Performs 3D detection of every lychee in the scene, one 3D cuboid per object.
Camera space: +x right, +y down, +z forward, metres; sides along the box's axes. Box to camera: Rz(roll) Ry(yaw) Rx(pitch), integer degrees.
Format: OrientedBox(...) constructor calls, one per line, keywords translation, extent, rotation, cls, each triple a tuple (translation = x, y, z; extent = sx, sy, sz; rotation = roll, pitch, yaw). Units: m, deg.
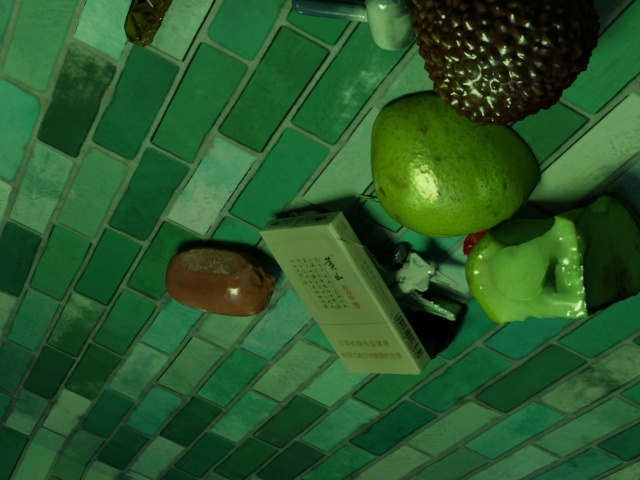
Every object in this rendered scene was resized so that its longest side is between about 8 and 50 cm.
OrientedBox(translation=(0.238, -0.289, 1.508), extent=(0.271, 0.271, 0.271), rotation=(13, 144, 10), cls="lychee")

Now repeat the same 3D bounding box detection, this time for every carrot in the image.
OrientedBox(translation=(-0.260, -0.388, 1.747), extent=(0.069, 0.069, 0.228), rotation=(28, 145, -11), cls="carrot")

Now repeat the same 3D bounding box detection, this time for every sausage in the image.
OrientedBox(translation=(-0.210, 0.084, 2.288), extent=(0.254, 0.148, 0.148), rotation=(7, 143, 19), cls="sausage")

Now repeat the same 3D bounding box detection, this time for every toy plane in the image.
OrientedBox(translation=(0.145, 0.082, 2.150), extent=(0.251, 0.101, 0.255), rotation=(37, 145, -23), cls="toy plane")

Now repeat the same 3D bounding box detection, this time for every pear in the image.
OrientedBox(translation=(0.194, -0.126, 1.832), extent=(0.288, 0.139, 0.239), rotation=(-3, 130, 27), cls="pear")
OrientedBox(translation=(0.384, 0.034, 1.873), extent=(0.282, 0.286, 0.176), rotation=(-12, 91, 44), cls="pear")

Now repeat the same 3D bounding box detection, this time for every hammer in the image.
OrientedBox(translation=(0.046, -0.348, 1.657), extent=(0.194, 0.069, 0.116), rotation=(11, 145, 20), cls="hammer")

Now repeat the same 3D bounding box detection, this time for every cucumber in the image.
OrientedBox(translation=(0.224, 0.187, 2.276), extent=(0.115, 0.086, 0.193), rotation=(23, 138, -1), cls="cucumber")

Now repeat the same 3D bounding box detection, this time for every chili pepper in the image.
OrientedBox(translation=(0.300, -0.005, 1.999), extent=(0.059, 0.050, 0.191), rotation=(9, 155, -14), cls="chili pepper")

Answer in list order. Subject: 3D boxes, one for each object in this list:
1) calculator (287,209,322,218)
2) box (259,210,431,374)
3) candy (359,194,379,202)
OrientedBox(translation=(0.000, 0.000, 2.166), extent=(0.100, 0.032, 0.175), rotation=(-18, 130, 41), cls="calculator")
OrientedBox(translation=(0.047, 0.108, 2.129), extent=(0.205, 0.051, 0.365), rotation=(-5, 124, 48), cls="box")
OrientedBox(translation=(0.155, -0.063, 2.011), extent=(0.185, 0.049, 0.055), rotation=(14, 138, 23), cls="candy")
